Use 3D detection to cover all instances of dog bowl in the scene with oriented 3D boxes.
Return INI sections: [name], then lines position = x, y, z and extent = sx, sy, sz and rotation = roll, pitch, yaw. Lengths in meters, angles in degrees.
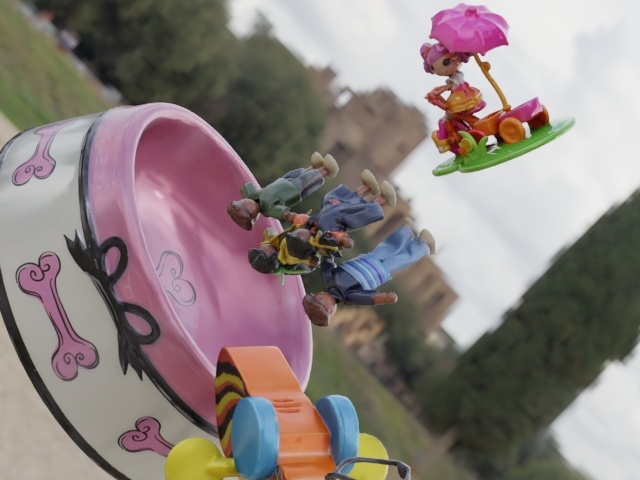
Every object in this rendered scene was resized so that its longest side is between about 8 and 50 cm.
[dog bowl]
position = -0.155, 0.043, 1.876
extent = 0.408, 0.150, 0.408
rotation = 49, 27, -36

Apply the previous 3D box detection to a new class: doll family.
[doll family]
position = 0.000, 0.000, 1.418
extent = 0.193, 0.111, 0.076
rotation = 21, -44, 57

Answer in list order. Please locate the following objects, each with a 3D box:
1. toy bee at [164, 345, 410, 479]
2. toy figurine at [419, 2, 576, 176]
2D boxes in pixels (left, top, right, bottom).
[toy bee]
position = -0.036, 0.210, 1.569
extent = 0.195, 0.162, 0.298
rotation = 9, 16, -3
[toy figurine]
position = 0.154, -0.161, 1.882
extent = 0.173, 0.130, 0.159
rotation = -16, -78, 46
